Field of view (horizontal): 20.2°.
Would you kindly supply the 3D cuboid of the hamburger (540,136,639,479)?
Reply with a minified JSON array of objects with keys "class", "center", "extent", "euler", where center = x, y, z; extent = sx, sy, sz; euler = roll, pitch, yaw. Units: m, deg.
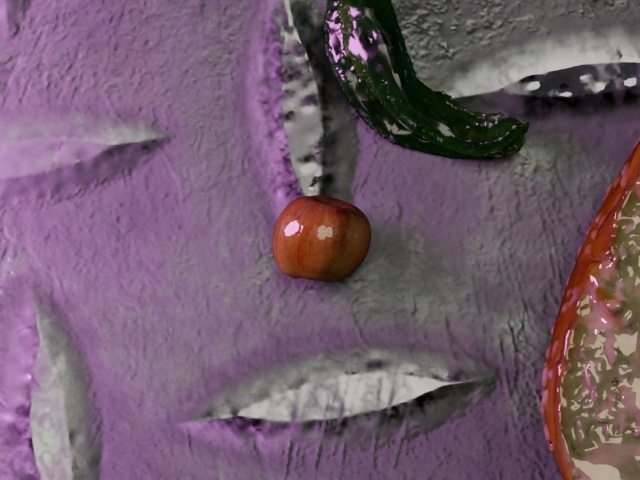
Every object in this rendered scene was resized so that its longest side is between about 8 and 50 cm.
[{"class":"hamburger","center":[0.330,0.052,1.411],"extent":[0.268,0.287,0.445],"euler":[20,81,5]}]

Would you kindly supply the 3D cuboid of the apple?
[{"class":"apple","center":[0.000,0.000,1.532],"extent":[0.084,0.084,0.071],"euler":[12,104,3]}]

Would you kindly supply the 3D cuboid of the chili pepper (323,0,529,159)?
[{"class":"chili pepper","center":[0.066,-0.176,1.581],"extent":[0.122,0.065,0.279],"euler":[-27,80,-15]}]
